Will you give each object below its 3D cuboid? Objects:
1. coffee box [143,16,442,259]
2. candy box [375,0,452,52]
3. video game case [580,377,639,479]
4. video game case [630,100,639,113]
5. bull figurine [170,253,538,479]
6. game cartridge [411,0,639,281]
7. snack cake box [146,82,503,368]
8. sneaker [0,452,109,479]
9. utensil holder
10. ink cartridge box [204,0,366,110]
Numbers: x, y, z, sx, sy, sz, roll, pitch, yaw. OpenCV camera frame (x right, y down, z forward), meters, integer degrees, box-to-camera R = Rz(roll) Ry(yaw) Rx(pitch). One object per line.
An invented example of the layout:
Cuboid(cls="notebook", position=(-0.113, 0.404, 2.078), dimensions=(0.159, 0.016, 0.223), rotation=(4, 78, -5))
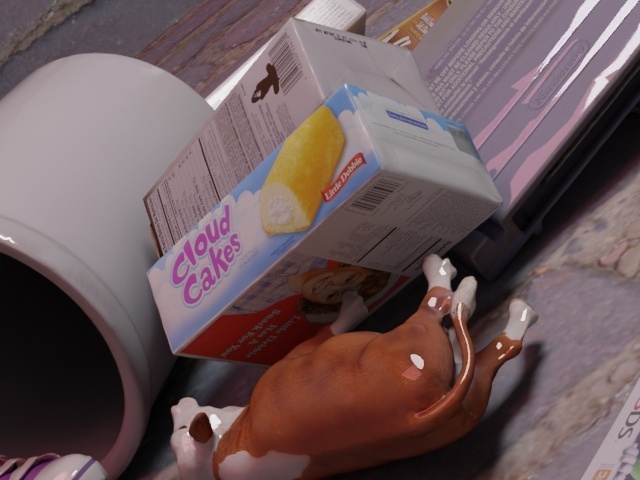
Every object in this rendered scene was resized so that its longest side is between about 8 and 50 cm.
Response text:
Cuboid(cls="coffee box", position=(-0.028, -0.066, 1.183), dimensions=(0.246, 0.141, 0.098), rotation=(-47, 51, 35))
Cuboid(cls="candy box", position=(0.092, -0.142, 1.462), dimensions=(0.183, 0.087, 0.316), rotation=(-32, 21, 15))
Cuboid(cls="video game case", position=(0.261, 0.091, 0.793), dimensions=(0.190, 0.022, 0.173), rotation=(-10, 34, 50))
Cuboid(cls="video game case", position=(0.420, -0.217, 1.171), dimensions=(0.329, 0.036, 0.300), rotation=(-42, 21, -9))
Cuboid(cls="bull figurine", position=(0.018, 0.113, 1.027), dimensions=(0.310, 0.101, 0.188), rotation=(-15, 28, 45))
Cuboid(cls="game cartridge", position=(0.183, -0.151, 1.212), dimensions=(0.355, 0.068, 0.230), rotation=(-50, 39, -4))
Cuboid(cls="snack cake box", position=(0.000, 0.000, 1.118), dimensions=(0.264, 0.152, 0.089), rotation=(-41, 55, 30))
Cuboid(cls="sneaker", position=(-0.320, 0.221, 1.210), dimensions=(0.282, 0.161, 0.102), rotation=(-30, 12, 36))
Cuboid(cls="utensil holder", position=(-0.270, 0.026, 1.377), dimensions=(0.327, 0.328, 0.385), rotation=(-26, 21, 28))
Cuboid(cls="ink cartridge box", position=(-0.066, -0.142, 1.678), dimensions=(0.296, 0.066, 0.261), rotation=(-45, -16, -18))
